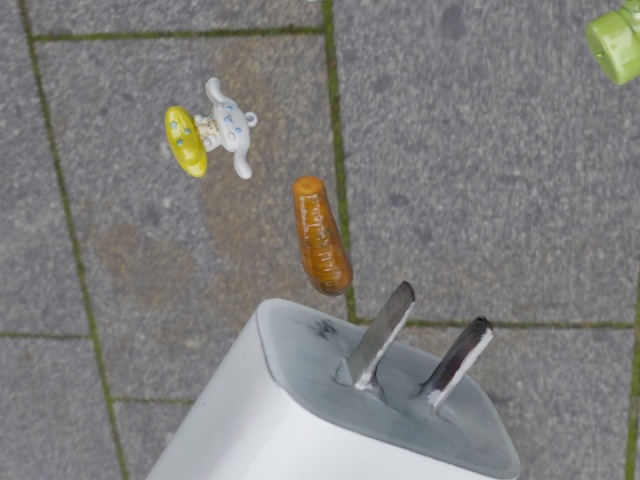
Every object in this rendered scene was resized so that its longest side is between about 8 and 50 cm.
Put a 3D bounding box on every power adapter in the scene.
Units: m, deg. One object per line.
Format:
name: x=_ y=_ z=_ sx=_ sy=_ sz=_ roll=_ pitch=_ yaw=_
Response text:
power adapter: x=0.013 y=0.137 z=0.698 sx=0.187 sy=0.124 sz=0.255 roll=23 pitch=115 yaw=-26

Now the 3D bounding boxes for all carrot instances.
carrot: x=0.000 y=0.000 z=0.701 sx=0.032 sy=0.032 sz=0.093 roll=-3 pitch=135 yaw=13

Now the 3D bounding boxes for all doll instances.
doll: x=-0.130 y=-0.127 z=1.366 sx=0.113 sy=0.071 sz=0.135 roll=-42 pitch=77 yaw=-14

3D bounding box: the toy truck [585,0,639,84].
toy truck: x=0.313 y=-0.164 z=0.772 sx=0.187 sy=0.210 sz=0.148 roll=-40 pitch=120 yaw=-7
